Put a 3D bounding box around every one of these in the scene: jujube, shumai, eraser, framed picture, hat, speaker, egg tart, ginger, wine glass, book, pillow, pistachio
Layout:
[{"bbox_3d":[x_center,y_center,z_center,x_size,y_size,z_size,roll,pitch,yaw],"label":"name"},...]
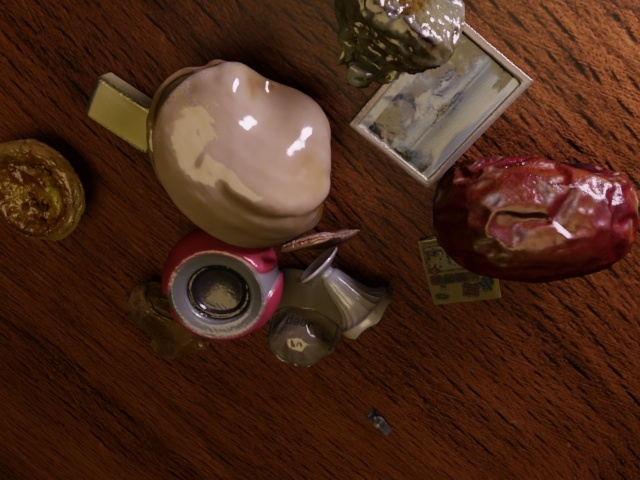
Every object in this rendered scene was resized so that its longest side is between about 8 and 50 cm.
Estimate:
[{"bbox_3d":[0.417,-0.049,1.198,0.377,0.276,0.276,-4,119,16],"label":"jujube"},{"bbox_3d":[0.125,-0.407,1.134,0.256,0.189,0.218,35,144,-8],"label":"shumai"},{"bbox_3d":[-0.452,-0.301,1.401,0.172,0.058,0.117,33,123,-5],"label":"eraser"},{"bbox_3d":[0.241,-0.285,1.240,0.232,0.024,0.315,37,122,-8],"label":"framed picture"},{"bbox_3d":[-0.055,0.203,1.558,0.215,0.149,0.244,4,132,13],"label":"hat"},{"bbox_3d":[-0.238,0.092,1.454,0.295,0.294,0.294,7,122,11],"label":"speaker"},{"bbox_3d":[-0.726,-0.138,1.543,0.291,0.115,0.290,6,119,11],"label":"egg tart"},{"bbox_3d":[-0.440,0.233,1.681,0.276,0.130,0.221,32,132,2],"label":"ginger"},{"bbox_3d":[0.061,0.121,1.460,0.165,0.165,0.196,-37,100,30],"label":"wine glass"},{"bbox_3d":[0.336,0.067,1.434,0.168,0.013,0.192,-8,118,19],"label":"book"},{"bbox_3d":[0.002,-0.001,1.380,0.135,0.211,0.034,-14,87,24],"label":"pillow"},{"bbox_3d":[0.170,0.537,1.746,0.083,0.042,0.039,51,149,-19],"label":"wine glass"},{"bbox_3d":[-0.154,-0.176,1.264,0.365,0.281,0.445,-41,119,0],"label":"pistachio"}]
